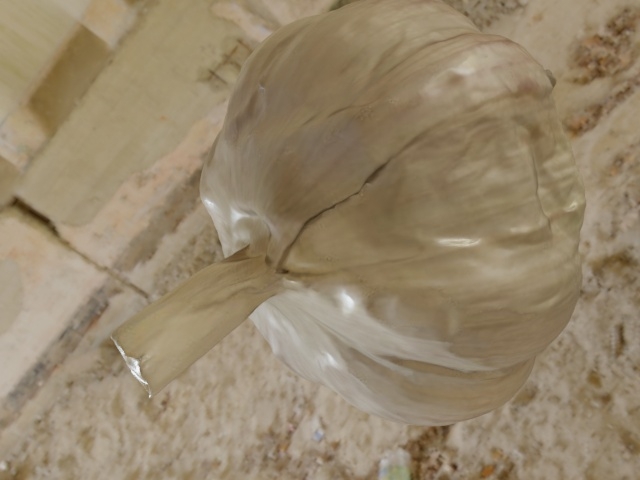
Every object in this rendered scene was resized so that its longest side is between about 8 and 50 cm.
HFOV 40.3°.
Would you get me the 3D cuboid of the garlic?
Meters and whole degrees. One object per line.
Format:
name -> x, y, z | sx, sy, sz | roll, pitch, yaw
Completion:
garlic -> 0.000, 0.000, 0.405 | 0.212, 0.218, 0.218 | -22, -1, -34
